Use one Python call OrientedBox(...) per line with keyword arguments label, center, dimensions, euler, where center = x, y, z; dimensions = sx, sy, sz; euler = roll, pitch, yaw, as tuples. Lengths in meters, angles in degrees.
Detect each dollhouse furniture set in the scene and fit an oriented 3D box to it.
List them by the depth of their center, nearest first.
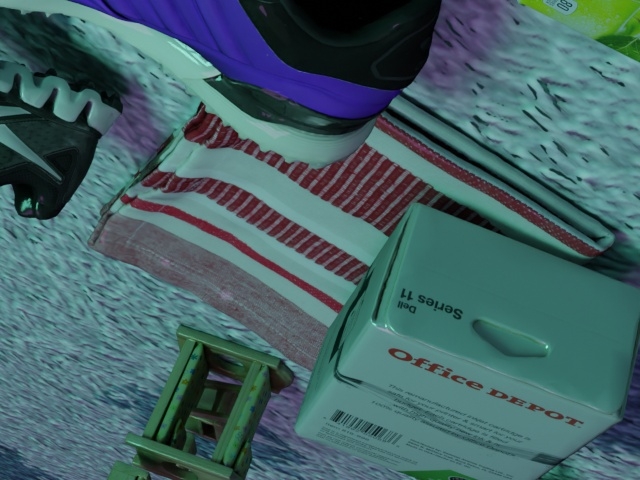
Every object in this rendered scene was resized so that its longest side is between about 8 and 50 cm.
OrientedBox(label="dollhouse furniture set", center=(-0.100, 0.196, 1.158), dimensions=(0.101, 0.182, 0.161), euler=(18, 152, 10))

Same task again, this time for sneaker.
OrientedBox(label="sneaker", center=(-0.072, -0.152, 0.616), dimensions=(0.293, 0.102, 0.146), euler=(26, 149, -15))
OrientedBox(label="sneaker", center=(-0.226, -0.071, 0.783), dimensions=(0.234, 0.106, 0.078), euler=(20, 176, -38))

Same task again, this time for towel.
OrientedBox(label="towel", center=(0.000, 0.000, 0.890), dimensions=(0.237, 0.037, 0.329), euler=(30, 152, -14))

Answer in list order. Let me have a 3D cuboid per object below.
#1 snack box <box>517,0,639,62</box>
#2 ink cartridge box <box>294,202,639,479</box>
OrientedBox(label="snack box", center=(0.194, -0.121, 0.483), dimensions=(0.175, 0.070, 0.207), euler=(26, 154, -8))
OrientedBox(label="ink cartridge box", center=(0.085, 0.078, 0.845), dimensions=(0.153, 0.086, 0.208), euler=(21, 153, -5))
